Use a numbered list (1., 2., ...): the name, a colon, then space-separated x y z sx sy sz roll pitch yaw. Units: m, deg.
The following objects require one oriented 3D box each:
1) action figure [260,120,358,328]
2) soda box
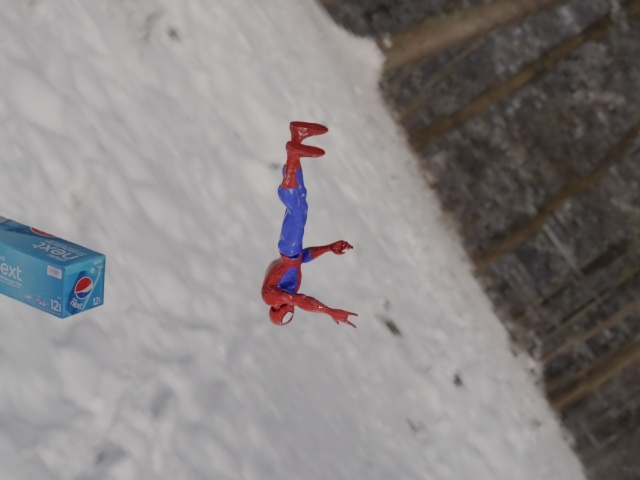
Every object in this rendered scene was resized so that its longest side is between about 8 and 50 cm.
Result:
1. action figure: 0.000 0.000 1.743 0.091 0.139 0.280 -79 -178 -57
2. soda box: -0.359 0.026 1.673 0.210 0.067 0.071 19 23 31
